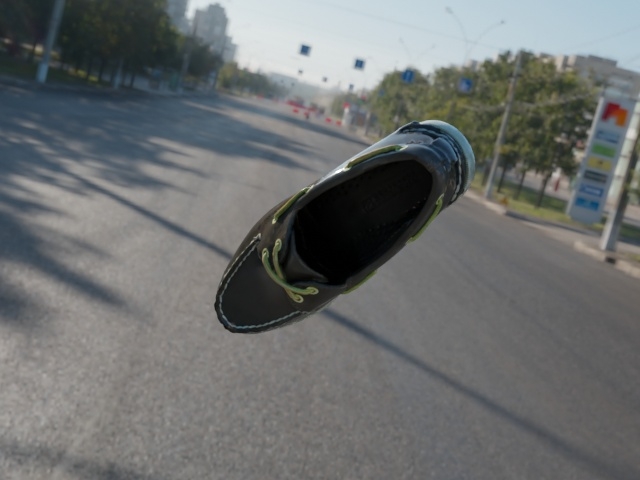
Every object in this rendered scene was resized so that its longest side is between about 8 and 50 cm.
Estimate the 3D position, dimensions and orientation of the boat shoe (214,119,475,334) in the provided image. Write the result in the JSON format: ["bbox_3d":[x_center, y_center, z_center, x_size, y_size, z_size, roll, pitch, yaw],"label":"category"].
[{"bbox_3d":[0.000,0.000,0.609,0.081,0.227,0.068,53,28,2],"label":"boat shoe"}]
